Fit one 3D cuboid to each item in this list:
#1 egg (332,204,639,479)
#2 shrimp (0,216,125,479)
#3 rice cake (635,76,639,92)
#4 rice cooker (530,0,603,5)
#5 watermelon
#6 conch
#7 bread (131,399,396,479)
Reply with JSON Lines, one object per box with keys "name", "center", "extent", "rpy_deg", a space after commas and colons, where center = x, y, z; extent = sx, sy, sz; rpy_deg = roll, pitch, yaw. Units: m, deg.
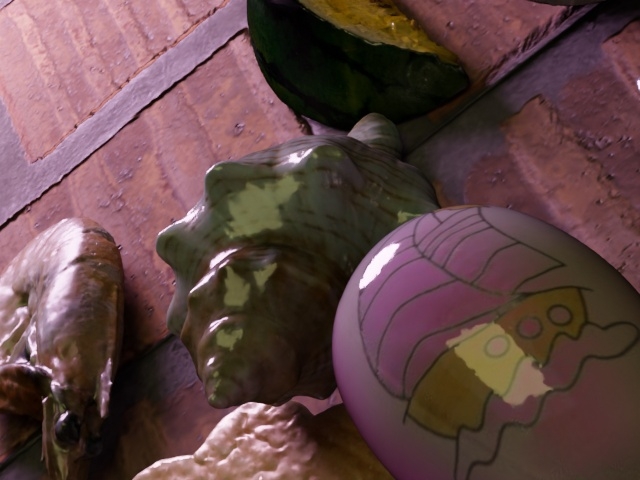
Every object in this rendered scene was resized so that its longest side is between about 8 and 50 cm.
{"name": "egg", "center": [0.119, 0.089, 1.162], "extent": [0.196, 0.196, 0.271], "rpy_deg": [-41, 33, 2]}
{"name": "shrimp", "center": [-0.228, 0.101, 1.547], "extent": [0.168, 0.077, 0.317], "rpy_deg": [-37, 34, 23]}
{"name": "rice cake", "center": [0.303, -0.066, 1.266], "extent": [0.127, 0.043, 0.237], "rpy_deg": [-35, 40, 10]}
{"name": "rice cooker", "center": [0.173, -0.324, 1.419], "extent": [0.317, 0.317, 0.264], "rpy_deg": [-13, 77, 32]}
{"name": "watermelon", "center": [0.008, -0.185, 1.601], "extent": [0.129, 0.123, 0.301], "rpy_deg": [-15, 36, -16]}
{"name": "conch", "center": [-0.002, -0.009, 1.342], "extent": [0.203, 0.169, 0.386], "rpy_deg": [8, 48, 19]}
{"name": "bread", "center": [-0.045, 0.240, 1.276], "extent": [0.316, 0.054, 0.316], "rpy_deg": [-21, 45, 23]}
